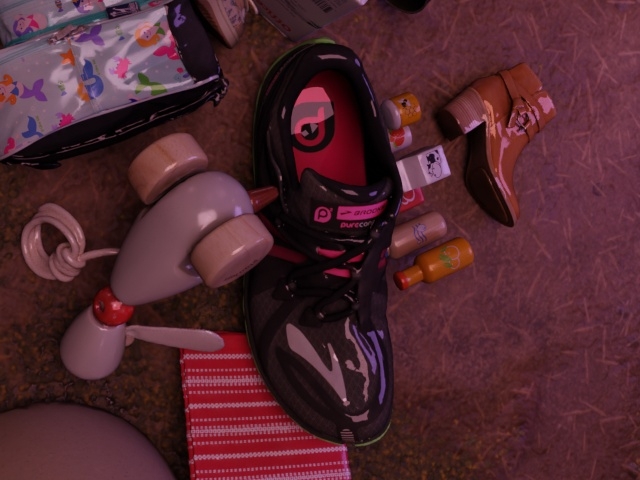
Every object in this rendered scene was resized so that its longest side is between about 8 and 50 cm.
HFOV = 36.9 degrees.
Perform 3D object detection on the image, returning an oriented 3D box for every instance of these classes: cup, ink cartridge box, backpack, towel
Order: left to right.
[{"bbox_3d":[-0.264,0.353,0.999,0.331,0.237,0.331,-1,92,-27],"label":"cup"},{"bbox_3d":[-0.250,-0.180,1.015,0.253,0.225,0.191,-28,100,-6],"label":"backpack"},{"bbox_3d":[-0.064,0.237,1.147,0.199,0.031,0.275,0,68,-22],"label":"towel"},{"bbox_3d":[-0.025,-0.326,1.105,0.153,0.208,0.087,41,75,-18],"label":"ink cartridge box"}]

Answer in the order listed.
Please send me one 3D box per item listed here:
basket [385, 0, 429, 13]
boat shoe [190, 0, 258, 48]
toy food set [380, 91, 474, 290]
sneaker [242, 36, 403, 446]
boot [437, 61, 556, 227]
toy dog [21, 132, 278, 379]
[{"bbox_3d":[0.157,-0.427,1.206,0.227,0.154,0.204,-34,104,-20],"label":"basket"},{"bbox_3d":[-0.115,-0.288,1.032,0.104,0.285,0.089,42,88,5],"label":"boat shoe"},{"bbox_3d":[0.096,-0.059,1.209,0.104,0.111,0.232,-24,102,-19],"label":"toy food set"},{"bbox_3d":[0.000,0.000,1.104,0.185,0.202,0.483,-7,87,-9],"label":"sneaker"},{"bbox_3d":[0.261,-0.132,1.295,0.152,0.073,0.197,-32,105,-21],"label":"boot"},{"bbox_3d":[-0.160,0.020,1.052,0.161,0.334,0.220,-14,83,-51],"label":"toy dog"}]
